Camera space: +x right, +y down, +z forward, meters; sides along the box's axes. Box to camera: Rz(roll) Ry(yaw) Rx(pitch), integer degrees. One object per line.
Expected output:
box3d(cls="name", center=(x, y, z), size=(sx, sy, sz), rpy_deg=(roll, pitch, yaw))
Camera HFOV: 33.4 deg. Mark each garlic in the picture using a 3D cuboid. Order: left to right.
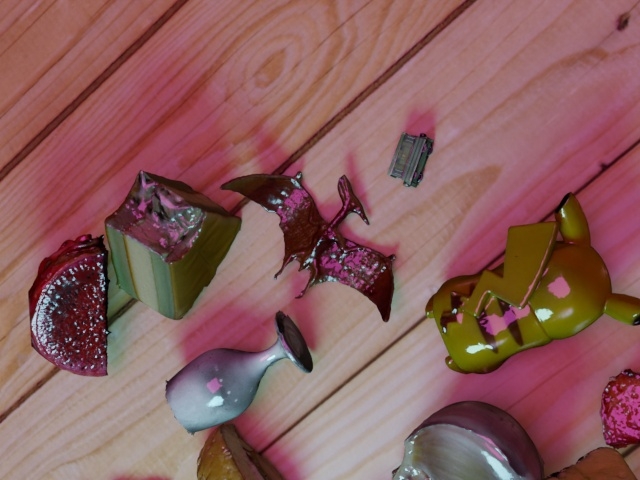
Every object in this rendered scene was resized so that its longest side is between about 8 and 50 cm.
box3d(cls="garlic", center=(0.236, 0.368, 1.627), size=(0.292, 0.210, 0.237), rpy_deg=(21, 87, 27))

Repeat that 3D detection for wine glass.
box3d(cls="wine glass", center=(-0.139, 0.225, 1.799), size=(0.241, 0.126, 0.126), rpy_deg=(-29, 78, 12))

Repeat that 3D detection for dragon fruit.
box3d(cls="dragon fruit", center=(-0.435, 0.102, 1.846), size=(0.163, 0.189, 0.262), rpy_deg=(23, 118, 30))

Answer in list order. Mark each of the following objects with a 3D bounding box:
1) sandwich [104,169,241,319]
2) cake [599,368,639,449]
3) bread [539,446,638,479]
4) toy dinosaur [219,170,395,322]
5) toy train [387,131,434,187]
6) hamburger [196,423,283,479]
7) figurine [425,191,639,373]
box3d(cls="sandwich", center=(-0.276, 0.017, 1.817), size=(0.155, 0.198, 0.227), rpy_deg=(31, 96, 17))
box3d(cls="cake", center=(0.531, 0.240, 1.597), size=(0.220, 0.086, 0.117), rpy_deg=(-10, 86, 18))
box3d(cls="bread", center=(0.411, 0.448, 1.548), size=(0.141, 0.178, 0.266), rpy_deg=(6, 110, 36))
box3d(cls="toy dinosaur", center=(-0.001, 0.010, 1.775), size=(0.206, 0.113, 0.327), rpy_deg=(-27, 81, 15))
box3d(cls="toy train", center=(0.150, -0.136, 1.774), size=(0.056, 0.038, 0.093), rpy_deg=(21, 94, 24))
box3d(cls="hamburger", center=(-0.149, 0.419, 1.784), size=(0.155, 0.135, 0.208), rpy_deg=(-38, 75, 9))
box3d(cls="figurine", center=(0.317, 0.079, 1.634), size=(0.326, 0.169, 0.218), rpy_deg=(-26, 84, 16))
